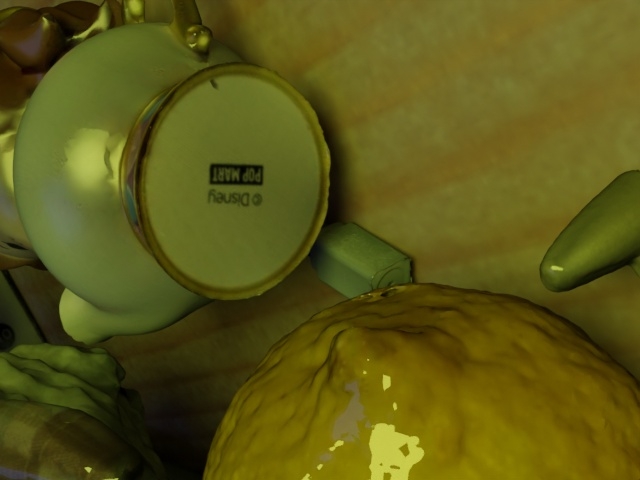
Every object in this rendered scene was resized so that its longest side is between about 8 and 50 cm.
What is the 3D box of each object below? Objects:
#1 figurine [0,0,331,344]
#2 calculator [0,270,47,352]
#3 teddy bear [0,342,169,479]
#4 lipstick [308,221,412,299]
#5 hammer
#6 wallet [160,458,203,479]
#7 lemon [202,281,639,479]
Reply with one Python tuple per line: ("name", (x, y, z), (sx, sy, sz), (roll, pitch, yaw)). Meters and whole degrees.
("figurine", (-0.117, -0.043, 0.539), (0.263, 0.142, 0.189), (13, 94, 49))
("calculator", (-0.317, 0.088, 0.877), (0.261, 0.161, 0.021), (62, 155, -8))
("teddy bear", (-0.173, 0.108, 0.643), (0.362, 0.375, 0.327), (-28, 109, 22))
("lipstick", (0.000, 0.000, 0.522), (0.107, 0.025, 0.025), (33, 139, 41))
("hammer", (0.150, 0.066, 0.363), (0.195, 0.060, 0.028), (51, 146, 2))
("wallet", (-0.075, 0.280, 0.800), (0.360, 0.083, 0.252), (5, 115, 51))
("lemon", (0.051, 0.116, 0.402), (0.188, 0.188, 0.256), (26, 156, 38))
